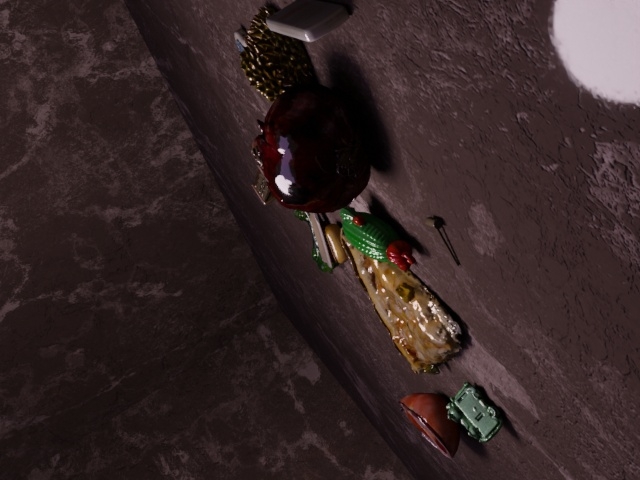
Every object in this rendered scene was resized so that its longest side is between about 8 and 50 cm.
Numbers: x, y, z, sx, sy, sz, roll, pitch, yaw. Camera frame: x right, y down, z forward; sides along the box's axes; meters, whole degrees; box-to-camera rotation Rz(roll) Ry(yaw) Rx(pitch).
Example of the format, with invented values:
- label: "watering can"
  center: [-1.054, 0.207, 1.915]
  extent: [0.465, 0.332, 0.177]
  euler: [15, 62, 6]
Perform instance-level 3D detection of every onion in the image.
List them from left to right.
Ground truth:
- label: "onion"
  center: [-0.017, -0.183, 1.392]
  extent: [0.281, 0.221, 0.281]
  euler: [35, 156, 18]

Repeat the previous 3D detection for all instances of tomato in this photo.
- label: "tomato"
  center: [0.333, 0.512, 2.013]
  extent: [0.199, 0.112, 0.228]
  euler: [55, 170, -24]

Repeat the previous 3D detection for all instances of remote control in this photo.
- label: "remote control"
  center: [-0.184, -0.473, 1.784]
  extent: [0.074, 0.032, 0.122]
  euler: [52, 166, 29]
- label: "remote control"
  center: [-0.024, -0.381, 1.216]
  extent: [0.190, 0.087, 0.029]
  euler: [39, 161, 56]

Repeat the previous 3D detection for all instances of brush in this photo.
- label: "brush"
  center: [-0.005, -0.070, 2.080]
  extent: [0.060, 0.050, 0.321]
  euler: [42, 153, 62]

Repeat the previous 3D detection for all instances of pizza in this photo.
- label: "pizza"
  center: [0.211, 0.193, 1.769]
  extent: [0.435, 0.080, 0.392]
  euler: [50, 166, 41]

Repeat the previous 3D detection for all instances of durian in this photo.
- label: "durian"
  center: [-0.087, -0.393, 1.497]
  extent: [0.252, 0.144, 0.139]
  euler: [49, -155, 10]

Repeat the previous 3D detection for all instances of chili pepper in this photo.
- label: "chili pepper"
  center: [-0.006, 0.002, 2.193]
  extent: [0.100, 0.074, 0.257]
  euler: [10, 126, 54]

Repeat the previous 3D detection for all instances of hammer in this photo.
- label: "hammer"
  center: [0.233, 0.005, 1.328]
  extent: [0.110, 0.019, 0.035]
  euler: [59, 169, -18]

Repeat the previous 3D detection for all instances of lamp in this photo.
- label: "lamp"
  center: [-0.155, -0.193, 2.264]
  extent: [0.090, 0.089, 0.325]
  euler: [57, 169, 0]

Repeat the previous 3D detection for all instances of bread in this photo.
- label: "bread"
  center: [0.054, 0.006, 1.983]
  extent: [0.082, 0.056, 0.115]
  euler: [-20, -90, -83]

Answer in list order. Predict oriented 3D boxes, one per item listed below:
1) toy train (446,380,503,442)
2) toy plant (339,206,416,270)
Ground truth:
- label: "toy train"
  center: [0.364, 0.402, 1.669]
  extent: [0.149, 0.099, 0.081]
  euler: [43, -169, 34]
- label: "toy plant"
  center: [0.135, 0.006, 1.583]
  extent: [0.240, 0.088, 0.154]
  euler: [38, 172, 31]
